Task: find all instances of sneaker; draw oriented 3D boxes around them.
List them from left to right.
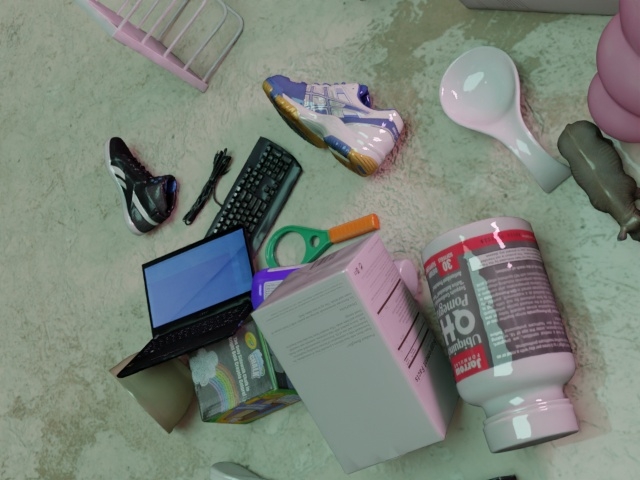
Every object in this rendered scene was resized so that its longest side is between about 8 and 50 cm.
[{"bbox_3d":[-0.351,-0.129,1.874,0.121,0.079,0.217,-26,76,22],"label":"sneaker"},{"bbox_3d":[-0.112,0.463,1.610,0.212,0.080,0.094,18,101,40],"label":"sneaker"},{"bbox_3d":[0.024,-0.230,1.656,0.296,0.112,0.131,38,83,30],"label":"sneaker"}]

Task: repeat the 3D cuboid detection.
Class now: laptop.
[{"bbox_3d":[-0.243,0.102,1.657,0.234,0.264,0.137,-22,101,18],"label":"laptop"}]

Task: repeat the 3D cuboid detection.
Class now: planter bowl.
[{"bbox_3d":[-0.296,0.261,1.720,0.109,0.162,0.162,-44,57,-13],"label":"planter bowl"}]

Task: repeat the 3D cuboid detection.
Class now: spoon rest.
[{"bbox_3d":[0.290,-0.199,1.482,0.137,0.084,0.276,-43,62,17],"label":"spoon rest"}]

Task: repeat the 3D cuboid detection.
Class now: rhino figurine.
[{"bbox_3d":[0.424,-0.076,1.359,0.073,0.106,0.243,-36,64,22],"label":"rhino figurine"}]

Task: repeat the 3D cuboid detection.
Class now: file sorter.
[{"bbox_3d":[-0.308,-0.447,1.792,0.173,0.277,0.193,-51,59,8],"label":"file sorter"}]

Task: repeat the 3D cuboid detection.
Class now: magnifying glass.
[{"bbox_3d":[0.000,0.000,1.658,0.231,0.026,0.092,-20,70,29],"label":"magnifying glass"}]

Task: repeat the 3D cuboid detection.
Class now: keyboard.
[{"bbox_3d":[-0.176,-0.055,1.772,0.201,0.033,0.317,34,98,32],"label":"keyboard"}]

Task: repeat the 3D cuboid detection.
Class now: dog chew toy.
[{"bbox_3d":[0.470,-0.256,1.249,0.207,0.206,0.332,62,155,25],"label":"dog chew toy"}]

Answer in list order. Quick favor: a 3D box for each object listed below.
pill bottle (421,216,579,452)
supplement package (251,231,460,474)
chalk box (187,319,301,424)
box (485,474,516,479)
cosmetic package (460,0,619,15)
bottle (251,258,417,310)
[{"bbox_3d":[0.270,0.140,1.369,0.176,0.176,0.319,-23,69,26],"label":"pill bottle"},{"bbox_3d":[0.063,0.171,1.423,0.177,0.175,0.293,-26,99,25],"label":"supplement package"},{"bbox_3d":[-0.100,0.221,1.610,0.213,0.132,0.132,-26,67,24],"label":"chalk box"},{"bbox_3d":[0.195,0.533,1.398,0.295,0.073,0.293,-25,67,26],"label":"box"},{"bbox_3d":[0.381,-0.464,1.436,0.365,0.155,0.197,14,89,32],"label":"cosmetic package"},{"bbox_3d":[0.024,0.080,1.569,0.282,0.118,0.092,-8,75,30],"label":"bottle"}]
